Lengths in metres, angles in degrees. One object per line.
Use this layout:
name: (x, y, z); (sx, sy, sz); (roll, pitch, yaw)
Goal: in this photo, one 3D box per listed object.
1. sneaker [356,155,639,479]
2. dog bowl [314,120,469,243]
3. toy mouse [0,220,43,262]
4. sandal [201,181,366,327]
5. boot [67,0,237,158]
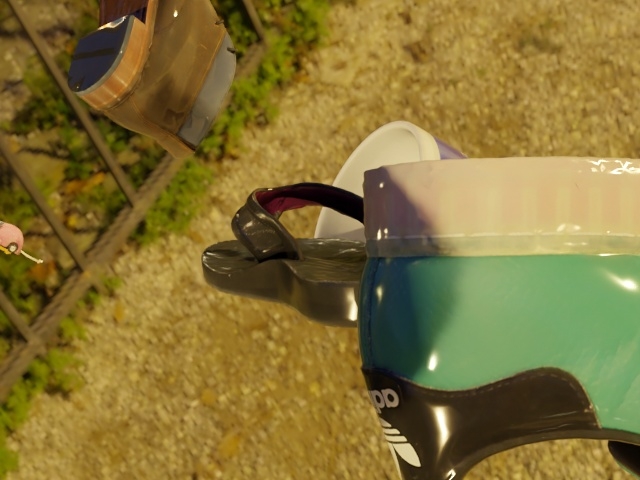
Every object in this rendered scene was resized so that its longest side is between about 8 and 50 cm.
sneaker: (0.161, 0.037, 0.394); (0.302, 0.121, 0.108); (1, -2, -5)
dog bowl: (0.103, -0.029, 1.619); (0.265, 0.104, 0.265); (-44, 32, 37)
toy mouse: (-0.408, -0.022, 1.376); (0.161, 0.143, 0.031); (25, 78, 18)
sandal: (0.003, 0.000, 1.099); (0.167, 0.107, 0.446); (-7, 6, -22)
boot: (-0.113, -0.170, 0.890); (0.082, 0.106, 0.219); (-7, 54, 40)
